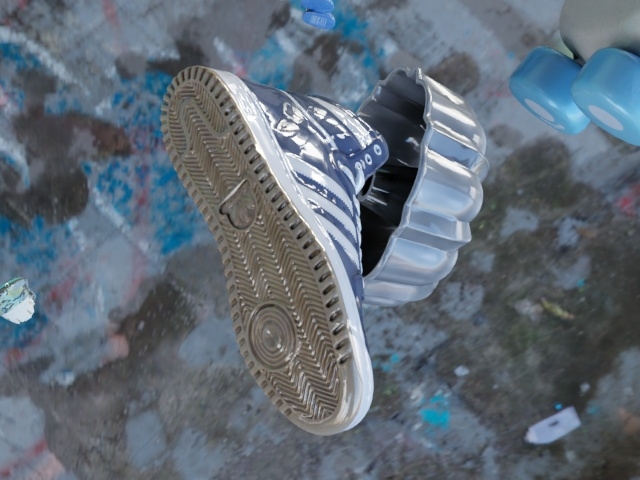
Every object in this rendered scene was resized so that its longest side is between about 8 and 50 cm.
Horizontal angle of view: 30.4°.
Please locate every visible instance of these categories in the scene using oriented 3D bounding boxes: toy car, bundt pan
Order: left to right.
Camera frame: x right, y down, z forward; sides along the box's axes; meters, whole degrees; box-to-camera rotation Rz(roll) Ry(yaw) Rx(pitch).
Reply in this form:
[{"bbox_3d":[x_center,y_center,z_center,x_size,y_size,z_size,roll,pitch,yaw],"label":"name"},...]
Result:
[{"bbox_3d":[0.113,-0.059,1.566,0.124,0.331,0.331,18,70,-20],"label":"bundt pan"},{"bbox_3d":[0.316,-0.132,0.907,0.238,0.210,0.219,37,88,-17],"label":"toy car"}]

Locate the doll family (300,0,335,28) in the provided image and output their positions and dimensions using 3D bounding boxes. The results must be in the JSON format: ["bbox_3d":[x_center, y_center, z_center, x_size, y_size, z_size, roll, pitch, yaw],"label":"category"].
[{"bbox_3d":[-0.012,-0.343,1.143,0.118,0.263,0.163,14,64,-5],"label":"doll family"}]

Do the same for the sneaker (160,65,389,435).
[{"bbox_3d":[0.000,0.000,0.852,0.153,0.099,0.282,1,58,-50],"label":"sneaker"}]

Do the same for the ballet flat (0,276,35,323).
[{"bbox_3d":[-0.435,0.087,1.690,0.070,0.188,0.070,0,93,-8],"label":"ballet flat"}]
